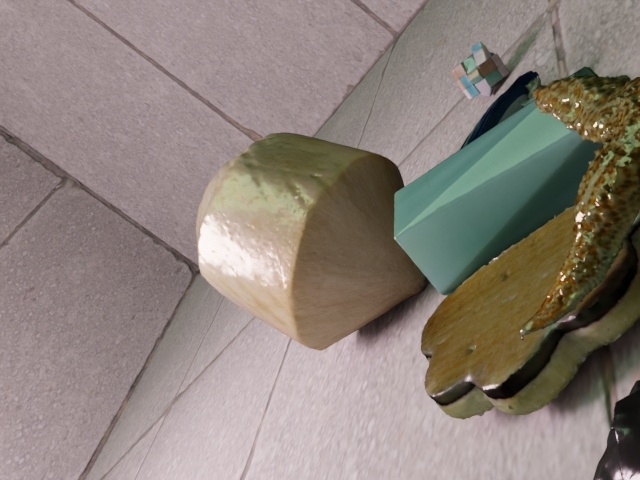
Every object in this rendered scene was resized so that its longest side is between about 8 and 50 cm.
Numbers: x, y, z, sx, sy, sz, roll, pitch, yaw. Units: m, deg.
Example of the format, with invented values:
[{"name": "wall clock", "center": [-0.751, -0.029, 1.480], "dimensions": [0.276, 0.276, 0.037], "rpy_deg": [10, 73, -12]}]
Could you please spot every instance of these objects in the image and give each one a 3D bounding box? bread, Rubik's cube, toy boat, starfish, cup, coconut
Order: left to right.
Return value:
[{"name": "coconut", "center": [0.000, 0.000, 1.124], "dimensions": [0.329, 0.328, 0.329], "rpy_deg": [-51, 11, 14]}, {"name": "Rubik's cube", "center": [0.267, -0.283, 1.367], "dimensions": [0.084, 0.075, 0.073], "rpy_deg": [-54, 8, -9]}, {"name": "cup", "center": [0.200, -0.054, 0.825], "dimensions": [0.235, 0.148, 0.134], "rpy_deg": [-39, 0, 34]}, {"name": "toy boat", "center": [0.238, -0.101, 0.968], "dimensions": [0.210, 0.070, 0.291], "rpy_deg": [-59, 16, 8]}, {"name": "bread", "center": [0.182, 0.064, 0.701], "dimensions": [0.286, 0.056, 0.207], "rpy_deg": [-41, 16, 43]}, {"name": "starfish", "center": [0.242, -0.075, 0.594], "dimensions": [0.347, 0.078, 0.358], "rpy_deg": [-57, 31, -4]}]

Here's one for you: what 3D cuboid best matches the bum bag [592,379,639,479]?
[{"name": "bum bag", "center": [0.214, 0.111, 0.450], "dimensions": [0.087, 0.049, 0.197], "rpy_deg": [-52, 9, -17]}]
